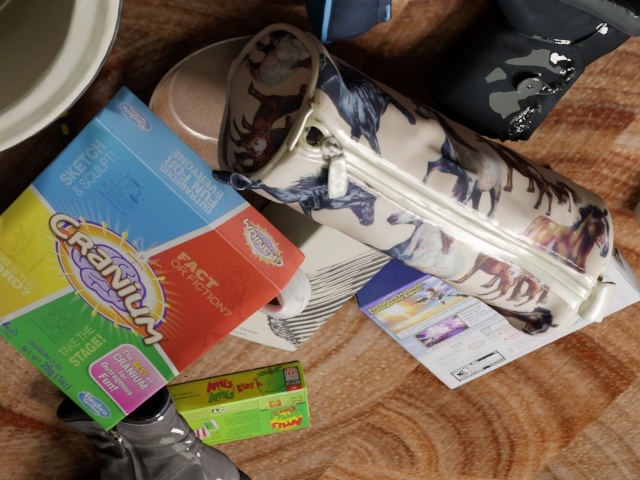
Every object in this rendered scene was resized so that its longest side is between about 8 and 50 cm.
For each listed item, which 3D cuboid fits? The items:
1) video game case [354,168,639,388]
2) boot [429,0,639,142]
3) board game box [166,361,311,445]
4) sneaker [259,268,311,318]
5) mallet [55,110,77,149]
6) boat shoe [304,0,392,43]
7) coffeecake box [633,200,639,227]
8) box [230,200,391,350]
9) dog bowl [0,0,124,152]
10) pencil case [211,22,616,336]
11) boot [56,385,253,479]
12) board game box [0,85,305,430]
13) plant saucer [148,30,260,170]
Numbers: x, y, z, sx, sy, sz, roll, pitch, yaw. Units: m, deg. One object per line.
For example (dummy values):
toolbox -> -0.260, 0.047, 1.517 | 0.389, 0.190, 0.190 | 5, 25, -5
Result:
video game case -> 0.210, 0.052, 1.858 | 0.270, 0.061, 0.244 | -28, 142, 17
boot -> 0.173, -0.194, 1.506 | 0.246, 0.094, 0.207 | 18, 131, -38
board game box -> -0.107, 0.209, 1.973 | 0.181, 0.043, 0.092 | -10, 143, -4
sneaker -> -0.109, 0.010, 1.611 | 0.212, 0.094, 0.080 | 30, 100, 8
mallet -> -0.241, -0.129, 1.514 | 0.062, 0.039, 0.189 | -13, 147, 4
boat shoe -> 0.039, -0.275, 1.378 | 0.089, 0.109, 0.258 | -12, 160, -13
coffeecake box -> 0.475, -0.052, 1.803 | 0.186, 0.068, 0.142 | 1, 141, -17
box -> 0.000, 0.000, 1.699 | 0.113, 0.094, 0.275 | 17, 133, -33
dog bowl -> -0.367, -0.234, 1.246 | 0.408, 0.150, 0.408 | -9, 142, -7
pencil case -> 0.097, -0.046, 1.492 | 0.410, 0.183, 0.160 | 26, 112, -28
boot -> -0.254, 0.268, 1.955 | 0.338, 0.118, 0.222 | -18, 123, 35
board game box -> -0.204, 0.027, 1.567 | 0.242, 0.064, 0.316 | 43, 129, -9
plant saucer -> -0.073, -0.140, 1.547 | 0.199, 0.036, 0.198 | -8, 143, -6
